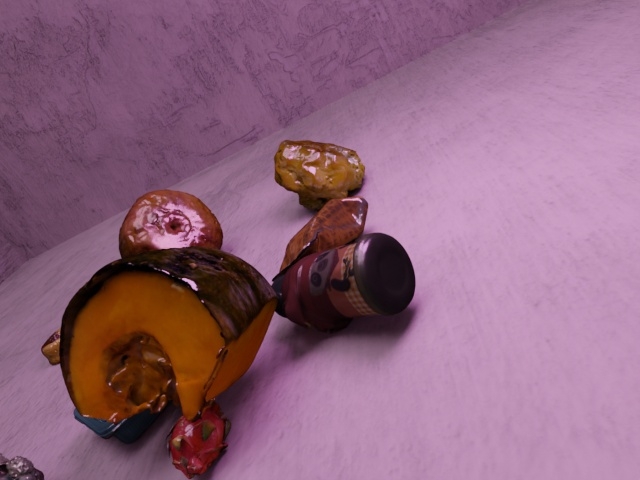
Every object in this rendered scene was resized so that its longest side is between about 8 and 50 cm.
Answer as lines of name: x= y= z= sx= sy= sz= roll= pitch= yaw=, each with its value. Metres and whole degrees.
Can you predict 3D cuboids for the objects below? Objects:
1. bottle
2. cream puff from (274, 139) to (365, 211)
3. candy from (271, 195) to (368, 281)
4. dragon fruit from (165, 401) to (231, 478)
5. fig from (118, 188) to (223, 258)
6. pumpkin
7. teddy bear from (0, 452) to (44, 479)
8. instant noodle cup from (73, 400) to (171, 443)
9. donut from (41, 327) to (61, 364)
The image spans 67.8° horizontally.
bottle: x=0.018 y=0.085 z=0.812 sx=0.271 sy=0.143 sz=0.156 roll=-20 pitch=0 yaw=43
cream puff: x=-0.005 y=-0.179 z=1.342 sx=0.282 sy=0.185 sz=0.282 roll=11 pitch=16 yaw=-3
candy: x=0.000 y=0.000 z=0.985 sx=0.143 sy=0.101 sz=0.271 roll=-50 pitch=-6 yaw=37
dragon fruit: x=-0.177 y=0.289 z=0.710 sx=0.086 sy=0.081 sz=0.116 roll=-26 pitch=19 yaw=36
fig: x=-0.440 y=0.018 z=1.428 sx=0.286 sy=0.286 sz=0.368 roll=-40 pitch=-4 yaw=-22
pumpkin: x=-0.234 y=0.138 z=0.755 sx=0.304 sy=0.256 sz=0.225 roll=-2 pitch=-1 yaw=15
teddy bear: x=-0.515 y=0.439 z=0.798 sx=0.213 sy=0.111 sz=0.133 roll=10 pitch=63 yaw=22
instant noodle cup: x=-0.360 y=0.304 z=0.899 sx=0.179 sy=0.070 sz=0.157 roll=-4 pitch=34 yaw=46
donut: x=-0.740 y=0.291 z=1.380 sx=0.141 sy=0.059 sz=0.140 roll=-28 pitch=24 yaw=13
